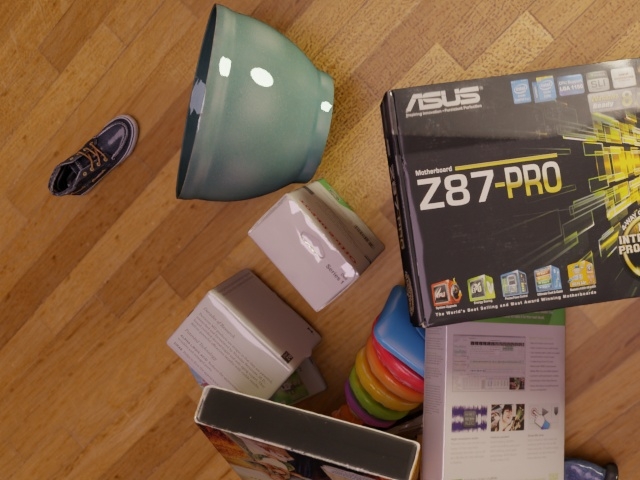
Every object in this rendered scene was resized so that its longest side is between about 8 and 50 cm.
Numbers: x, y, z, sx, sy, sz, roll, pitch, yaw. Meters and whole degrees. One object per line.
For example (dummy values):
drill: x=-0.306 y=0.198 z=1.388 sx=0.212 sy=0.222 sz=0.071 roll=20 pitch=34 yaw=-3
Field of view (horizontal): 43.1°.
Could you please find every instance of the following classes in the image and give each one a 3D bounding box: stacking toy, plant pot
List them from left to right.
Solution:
plant pot: x=-0.094 y=-0.189 z=1.226 sx=0.196 sy=0.293 sz=0.293 roll=10 pitch=105 yaw=-14
stacking toy: x=0.098 y=0.238 z=1.313 sx=0.165 sy=0.175 sz=0.302 roll=37 pitch=120 yaw=-1

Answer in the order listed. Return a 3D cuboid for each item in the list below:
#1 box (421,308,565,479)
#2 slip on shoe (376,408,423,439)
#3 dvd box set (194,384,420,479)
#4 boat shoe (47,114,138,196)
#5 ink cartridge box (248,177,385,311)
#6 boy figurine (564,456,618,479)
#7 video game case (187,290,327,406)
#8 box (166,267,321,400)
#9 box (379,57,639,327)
box: x=0.258 y=0.209 z=1.186 sx=0.232 sy=0.058 sz=0.322 roll=6 pitch=85 yaw=-29
slip on shoe: x=0.148 y=0.317 z=1.357 sx=0.135 sy=0.051 sz=0.041 roll=-27 pitch=90 yaw=11
dvd box set: x=0.000 y=0.352 z=1.240 sx=0.307 sy=0.420 sz=0.062 roll=13 pitch=63 yaw=13
boat shoe: x=-0.390 y=-0.141 z=1.397 sx=0.065 sy=0.083 sz=0.183 roll=46 pitch=108 yaw=3
ink cartridge box: x=0.000 y=0.000 z=1.245 sx=0.092 sy=0.219 sz=0.160 roll=-42 pitch=87 yaw=18
boy figurine: x=0.320 y=0.383 z=1.297 sx=0.285 sy=0.092 sz=0.177 roll=9 pitch=96 yaw=15
video game case: x=-0.123 y=0.219 z=1.424 sx=0.212 sy=0.023 sz=0.193 roll=-29 pitch=92 yaw=19
box: x=-0.117 y=0.160 z=1.304 sx=0.182 sy=0.181 sz=0.119 roll=43 pitch=107 yaw=4
box: x=0.296 y=-0.064 z=1.091 sx=0.394 sy=0.097 sz=0.318 roll=-7 pitch=85 yaw=-3
